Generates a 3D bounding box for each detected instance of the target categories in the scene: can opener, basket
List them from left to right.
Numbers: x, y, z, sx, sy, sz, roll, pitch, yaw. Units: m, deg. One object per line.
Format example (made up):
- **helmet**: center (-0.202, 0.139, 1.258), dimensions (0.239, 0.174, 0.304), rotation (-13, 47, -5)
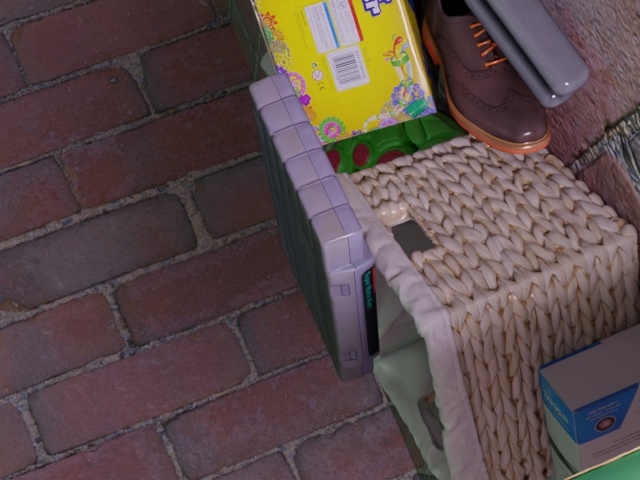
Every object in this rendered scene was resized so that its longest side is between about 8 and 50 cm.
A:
- **basket**: center (0.197, 0.085, 1.371), dimensions (0.328, 0.267, 0.331), rotation (-123, 15, -53)
- **can opener**: center (0.192, -0.271, 1.195), dimensions (0.280, 0.093, 0.074), rotation (59, 167, 8)

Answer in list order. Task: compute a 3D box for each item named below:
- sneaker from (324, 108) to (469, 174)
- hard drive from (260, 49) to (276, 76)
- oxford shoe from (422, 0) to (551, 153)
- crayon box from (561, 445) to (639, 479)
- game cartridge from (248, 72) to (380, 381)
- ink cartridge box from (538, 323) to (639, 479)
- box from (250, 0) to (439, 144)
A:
- **sneaker**: center (0.126, -0.095, 1.765), dimensions (0.483, 0.202, 0.185), rotation (167, 103, -66)
- **hard drive**: center (0.014, -0.305, 1.852), dimensions (0.040, 0.203, 0.307), rotation (31, -166, -32)
- **oxford shoe**: center (0.185, -0.209, 1.318), dimensions (0.098, 0.097, 0.271), rotation (86, 162, -51)
- **crayon box**: center (0.304, 0.267, 0.812), dimensions (0.106, 0.363, 0.313), rotation (-124, 16, -58)
- **game cartridge**: center (0.000, 0.000, 1.320), dimensions (0.230, 0.068, 0.355), rotation (61, 170, 28)
- **ink cartridge box**: center (0.328, 0.207, 1.244), dimensions (0.086, 0.148, 0.203), rotation (-125, 16, -53)
- **box**: center (0.030, -0.308, 1.474), dimensions (0.279, 0.177, 0.289), rotation (-74, -33, -68)
